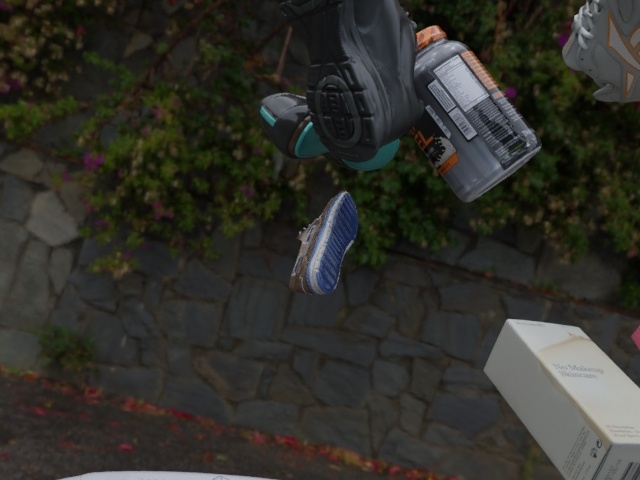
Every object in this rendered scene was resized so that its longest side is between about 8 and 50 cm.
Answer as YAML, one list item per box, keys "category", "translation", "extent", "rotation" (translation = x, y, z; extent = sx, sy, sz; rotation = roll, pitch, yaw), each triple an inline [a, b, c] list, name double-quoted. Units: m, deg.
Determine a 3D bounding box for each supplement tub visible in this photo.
- category: "supplement tub"
  translation: [0.159, -0.150, 0.988]
  extent: [0.190, 0.117, 0.117]
  rotation: [54, 9, 8]

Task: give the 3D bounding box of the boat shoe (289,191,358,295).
- category: "boat shoe"
  translation: [0.000, 0.000, 1.180]
  extent: [0.066, 0.183, 0.066]
  rotation: [-9, -52, 31]

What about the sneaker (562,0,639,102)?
- category: "sneaker"
  translation: [0.276, -0.204, 0.778]
  extent: [0.121, 0.099, 0.262]
  rotation: [-8, -32, 29]

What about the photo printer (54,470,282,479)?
- category: "photo printer"
  translation: [-0.056, 0.219, 0.480]
  extent: [0.256, 0.107, 0.307]
  rotation: [8, 1, -12]

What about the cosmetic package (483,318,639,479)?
- category: "cosmetic package"
  translation: [0.403, 0.256, 1.302]
  extent: [0.160, 0.113, 0.309]
  rotation: [8, 26, -23]

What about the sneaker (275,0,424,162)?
- category: "sneaker"
  translation: [0.035, -0.232, 0.866]
  extent: [0.109, 0.286, 0.130]
  rotation: [7, 25, 45]

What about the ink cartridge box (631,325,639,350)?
- category: "ink cartridge box"
  translation: [0.512, 0.067, 0.888]
  extent: [0.207, 0.283, 0.117]
  rotation: [29, 20, -11]

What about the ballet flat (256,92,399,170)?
- category: "ballet flat"
  translation: [0.012, -0.154, 1.104]
  extent: [0.096, 0.095, 0.280]
  rotation: [37, 16, 24]
